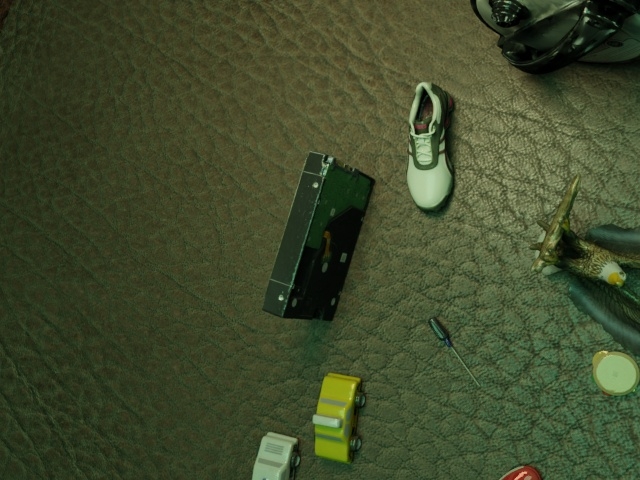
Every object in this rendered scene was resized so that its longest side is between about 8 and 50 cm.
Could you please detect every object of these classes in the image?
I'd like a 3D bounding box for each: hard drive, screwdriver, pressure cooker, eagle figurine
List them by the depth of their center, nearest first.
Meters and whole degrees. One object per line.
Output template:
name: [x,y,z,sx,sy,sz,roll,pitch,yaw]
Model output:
pressure cooker: [0.467,-0.503,1.237,0.375,0.370,0.421,19,88,31]
eagle figurine: [0.535,0.056,1.250,0.298,0.225,0.226,23,139,-1]
screwdriver: [0.275,0.231,1.426,0.170,0.024,0.025,59,138,14]
hard drive: [0.000,0.000,1.473,0.064,0.237,0.339,18,92,27]

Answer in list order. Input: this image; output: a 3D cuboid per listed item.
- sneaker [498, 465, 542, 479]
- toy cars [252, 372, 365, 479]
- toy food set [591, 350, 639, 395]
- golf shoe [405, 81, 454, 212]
sneaker: [0.326,0.512,1.285,0.087,0.128,0.221,41,92,25]
toy cars: [-0.041,0.456,1.511,0.394,0.087,0.176,-46,65,14]
toy food set: [0.546,0.247,1.283,0.083,0.020,0.083,0,83,26]
golf shoe: [0.218,-0.197,1.459,0.105,0.120,0.273,-2,83,25]
